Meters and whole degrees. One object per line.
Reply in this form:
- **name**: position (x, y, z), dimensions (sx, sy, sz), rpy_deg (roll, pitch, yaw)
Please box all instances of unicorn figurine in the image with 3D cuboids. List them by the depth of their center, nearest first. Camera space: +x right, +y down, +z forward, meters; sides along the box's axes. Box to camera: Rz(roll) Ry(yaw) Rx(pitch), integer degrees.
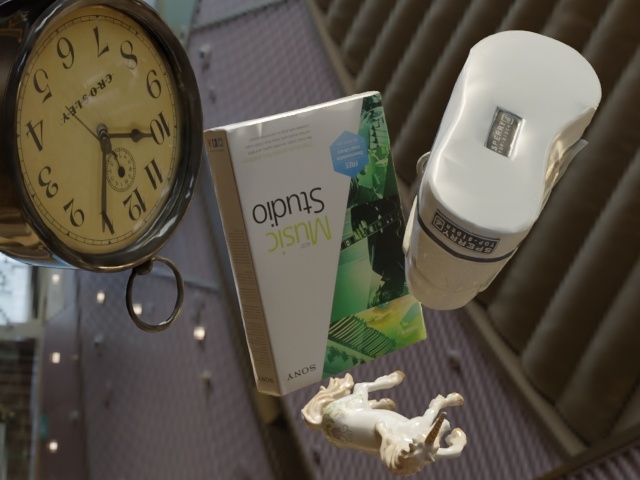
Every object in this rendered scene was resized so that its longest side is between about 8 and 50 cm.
- **unicorn figurine**: position (0.054, 0.132, 0.858), dimensions (0.162, 0.111, 0.060), rpy_deg (-6, -82, 39)

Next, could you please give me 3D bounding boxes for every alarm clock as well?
- **alarm clock**: position (-0.110, -0.035, 0.579), dimensions (0.064, 0.129, 0.192), rpy_deg (0, -55, 35)

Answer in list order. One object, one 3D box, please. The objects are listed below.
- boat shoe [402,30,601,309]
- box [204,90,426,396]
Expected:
- **boat shoe**: position (0.156, -0.056, 1.115), dimensions (0.367, 0.135, 0.156), rpy_deg (-62, 176, -50)
- **box**: position (0.000, 0.000, 1.465), dimensions (0.058, 0.232, 0.322), rpy_deg (4, -72, 54)
